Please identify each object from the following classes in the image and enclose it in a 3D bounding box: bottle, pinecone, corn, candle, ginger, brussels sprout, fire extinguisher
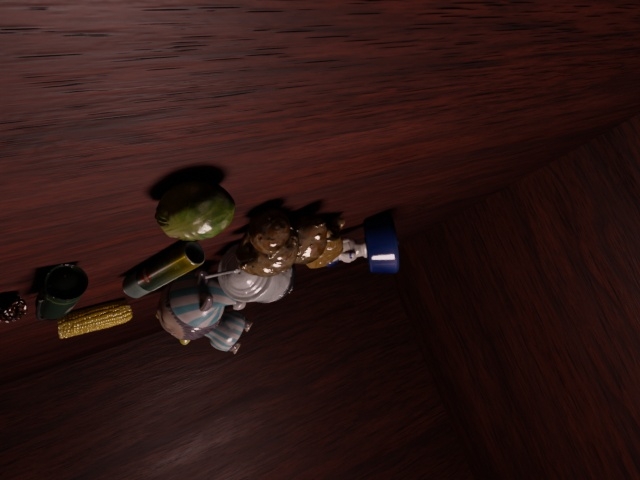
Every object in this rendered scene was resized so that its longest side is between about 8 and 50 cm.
[{"bbox_3d":[-0.471,0.090,1.195,0.286,0.082,0.082,-26,169,25],"label":"bottle"},{"bbox_3d":[-0.787,0.174,1.014,0.083,0.077,0.077,20,-168,29],"label":"pinecone"},{"bbox_3d":[-0.828,0.286,1.476,0.244,0.093,0.093,-13,167,-37],"label":"corn"},{"bbox_3d":[-0.229,0.116,1.434,0.221,0.221,0.342,-23,169,10],"label":"candle"},{"bbox_3d":[-0.098,0.006,1.248,0.256,0.176,0.375,-41,157,30],"label":"ginger"},{"bbox_3d":[-0.245,-0.056,0.793,0.155,0.117,0.155,-30,174,-4],"label":"brussels sprout"},{"bbox_3d":[-0.688,0.149,1.047,0.294,0.093,0.118,-30,-152,45],"label":"fire extinguisher"}]

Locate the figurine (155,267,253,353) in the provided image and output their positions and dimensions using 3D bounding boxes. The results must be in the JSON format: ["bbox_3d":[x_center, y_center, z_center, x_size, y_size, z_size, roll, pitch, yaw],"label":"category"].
[{"bbox_3d":[-0.410,0.267,1.452,0.266,0.361,0.378,-63,-170,-19],"label":"figurine"}]

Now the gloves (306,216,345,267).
[{"bbox_3d":[0.008,0.014,1.558,0.203,0.155,0.356,-31,165,-12],"label":"gloves"}]

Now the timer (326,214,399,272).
[{"bbox_3d":[0.157,0.037,1.850,0.384,0.270,0.270,-7,171,6],"label":"timer"}]
